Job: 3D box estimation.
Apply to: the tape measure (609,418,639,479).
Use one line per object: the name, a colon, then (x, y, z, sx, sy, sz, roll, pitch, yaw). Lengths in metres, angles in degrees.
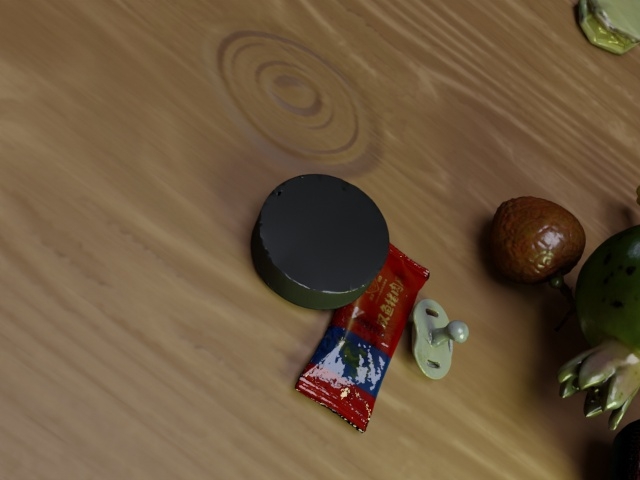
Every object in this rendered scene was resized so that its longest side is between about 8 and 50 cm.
tape measure: (0.401, 0.251, 0.644, 0.223, 0.202, 0.135, 18, 61, -8)

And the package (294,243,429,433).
package: (0.049, 0.086, 0.662, 0.083, 0.022, 0.200, 33, 59, -8)

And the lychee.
lychee: (0.251, 0.013, 0.732, 0.140, 0.114, 0.101, 39, 83, 15)

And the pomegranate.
pomegranate: (0.330, 0.087, 0.649, 0.225, 0.187, 0.187, -42, 90, -17)

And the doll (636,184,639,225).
doll: (0.445, 0.068, 0.785, 0.138, 0.119, 0.293, 21, 55, -54)

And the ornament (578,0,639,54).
ornament: (0.479, -0.374, 1.013, 0.180, 0.059, 0.201, 14, 68, -19)

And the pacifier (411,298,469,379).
pacifier: (0.127, 0.099, 0.666, 0.068, 0.064, 0.083, 20, 62, -35)

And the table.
table: (0.000, 0.000, 0.651, 0.134, 0.043, 0.133, 7, 61, -13)
